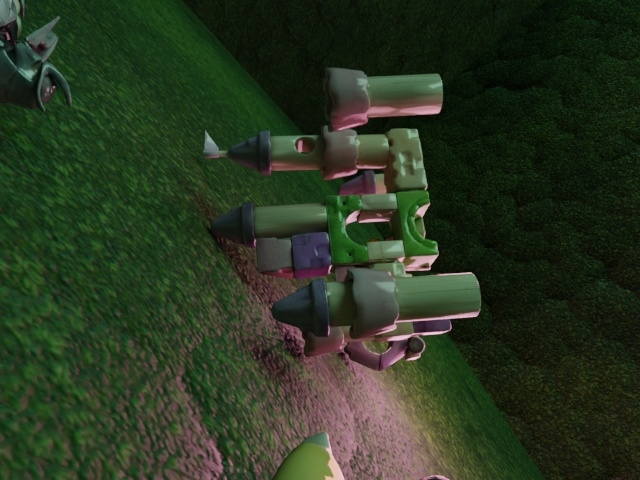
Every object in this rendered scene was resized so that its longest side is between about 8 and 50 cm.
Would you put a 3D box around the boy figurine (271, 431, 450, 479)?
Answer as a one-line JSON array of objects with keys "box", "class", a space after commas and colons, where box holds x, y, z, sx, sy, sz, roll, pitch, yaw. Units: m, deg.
[{"box": [0.026, 0.189, 0.321, 0.177, 0.092, 0.285, 59, 9, 31], "class": "boy figurine"}]

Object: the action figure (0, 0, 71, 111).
[{"box": [-0.269, -0.185, 0.343, 0.285, 0.099, 0.185, 45, 16, -19], "class": "action figure"}]

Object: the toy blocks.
[{"box": [0.000, 0.000, 0.668, 0.309, 0.259, 0.289, 98, -14, -71], "class": "toy blocks"}]
